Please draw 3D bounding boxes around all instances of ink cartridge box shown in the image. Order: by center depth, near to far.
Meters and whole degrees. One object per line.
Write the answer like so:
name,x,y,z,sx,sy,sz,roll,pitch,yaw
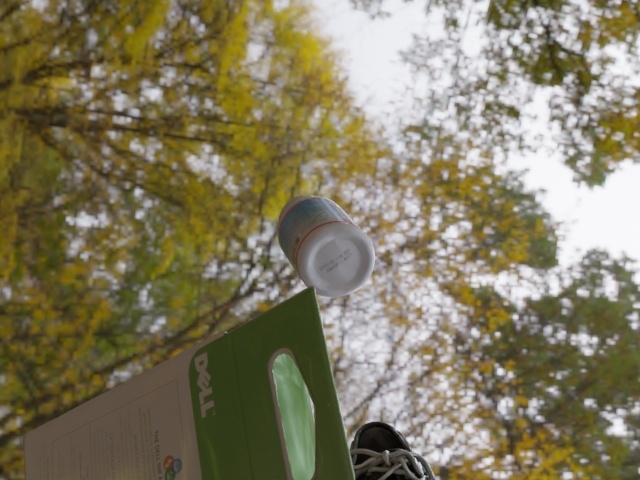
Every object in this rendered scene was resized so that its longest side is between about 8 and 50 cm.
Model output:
ink cartridge box,-0.054,0.115,0.520,0.209,0.062,0.109,-29,-123,30

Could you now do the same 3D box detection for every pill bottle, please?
pill bottle,0.000,0.000,1.235,0.160,0.087,0.087,-128,-130,-66

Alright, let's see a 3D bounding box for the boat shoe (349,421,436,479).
boat shoe,0.079,0.280,1.208,0.306,0.113,0.104,-73,155,-81
